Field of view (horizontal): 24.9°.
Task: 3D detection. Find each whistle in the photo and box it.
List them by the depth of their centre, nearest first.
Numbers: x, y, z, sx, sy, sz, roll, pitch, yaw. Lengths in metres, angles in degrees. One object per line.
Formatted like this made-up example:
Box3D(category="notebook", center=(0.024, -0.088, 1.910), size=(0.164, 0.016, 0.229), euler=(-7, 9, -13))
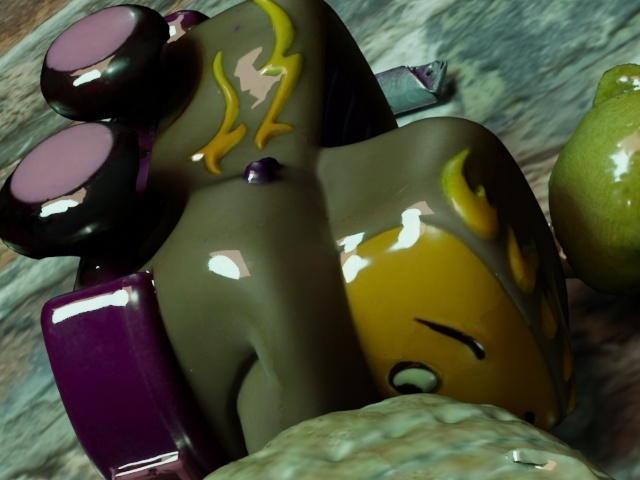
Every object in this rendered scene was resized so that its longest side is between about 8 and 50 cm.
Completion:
Box3D(category="whistle", center=(0.019, -0.097, 1.051), size=(0.176, 0.033, 0.033), euler=(-14, 44, 40))

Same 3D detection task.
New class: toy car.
Box3D(category="toy car", center=(0.000, 0.000, 0.774), size=(0.240, 0.271, 0.340), euler=(-18, 39, 15))

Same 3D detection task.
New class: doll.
Box3D(category="doll", center=(0.203, -0.001, 0.711), size=(0.209, 0.097, 0.137), euler=(34, 113, 41))

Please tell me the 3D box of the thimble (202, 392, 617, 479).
Box3D(category="thimble", center=(0.031, 0.172, 0.585), size=(0.229, 0.196, 0.148), euler=(-49, 32, -5))
